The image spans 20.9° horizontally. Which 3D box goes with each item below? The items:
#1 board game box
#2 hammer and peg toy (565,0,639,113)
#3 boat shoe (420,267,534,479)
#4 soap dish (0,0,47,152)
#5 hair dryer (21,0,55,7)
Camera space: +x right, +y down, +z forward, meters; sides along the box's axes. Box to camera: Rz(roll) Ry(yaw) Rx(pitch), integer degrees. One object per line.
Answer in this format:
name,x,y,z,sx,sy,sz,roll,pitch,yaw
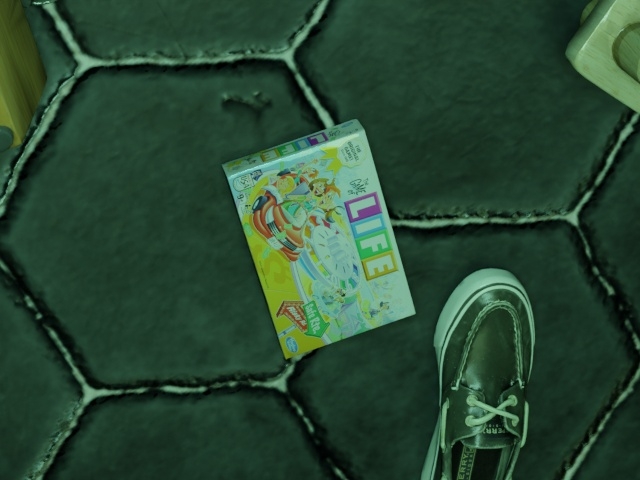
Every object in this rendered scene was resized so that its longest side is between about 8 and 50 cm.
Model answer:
board game box,0.000,0.000,1.252,0.103,0.026,0.154,-20,116,-5
hammer and peg toy,0.376,-0.135,1.224,0.361,0.127,0.266,30,103,-23
boat shoe,0.126,0.130,1.314,0.077,0.070,0.219,0,113,-13
soap dish,-0.300,-0.143,1.011,0.229,0.118,0.291,-16,143,-4
hair dryer,-0.281,-0.220,1.062,0.293,0.080,0.224,-14,117,-5
